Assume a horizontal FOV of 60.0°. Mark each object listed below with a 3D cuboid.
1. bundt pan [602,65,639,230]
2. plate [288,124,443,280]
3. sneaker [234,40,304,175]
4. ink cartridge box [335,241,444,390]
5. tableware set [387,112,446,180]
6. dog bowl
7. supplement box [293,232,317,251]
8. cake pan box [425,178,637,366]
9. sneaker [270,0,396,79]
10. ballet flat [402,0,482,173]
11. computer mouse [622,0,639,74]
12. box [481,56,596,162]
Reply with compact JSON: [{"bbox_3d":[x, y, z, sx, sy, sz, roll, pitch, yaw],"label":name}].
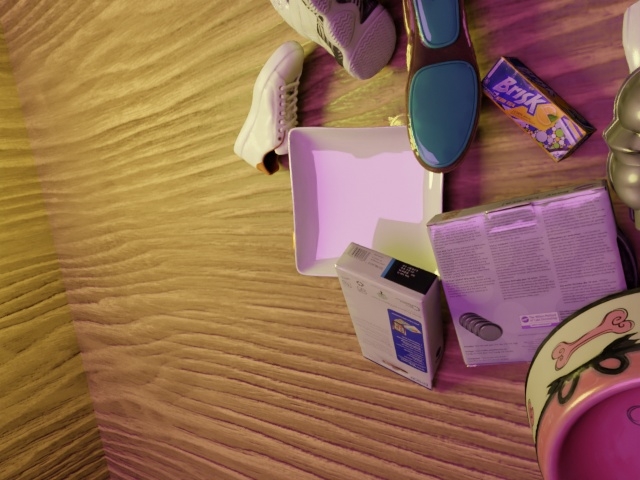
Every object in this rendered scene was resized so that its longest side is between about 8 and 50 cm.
[{"bbox_3d":[0.493,-0.102,0.622,0.331,0.124,0.330,14,116,29],"label":"bundt pan"},{"bbox_3d":[0.084,-0.067,0.995,0.277,0.045,0.278,2,105,18],"label":"plate"},{"bbox_3d":[-0.074,-0.255,1.119,0.123,0.106,0.290,41,135,13],"label":"sneaker"},{"bbox_3d":[0.135,0.146,1.002,0.165,0.065,0.332,21,149,27],"label":"ink cartridge box"},{"bbox_3d":[0.145,-0.142,1.009,0.141,0.020,0.168,-26,86,42],"label":"tableware set"},{"bbox_3d":[0.467,0.267,0.699,0.408,0.150,0.408,11,117,22],"label":"dog bowl"},{"bbox_3d":[0.000,0.000,1.122,0.062,0.098,0.036,6,99,41],"label":"supplement box"},{"bbox_3d":[0.314,0.056,0.814,0.267,0.070,0.245,-13,104,31],"label":"cake pan box"},{"bbox_3d":[-0.014,-0.426,0.879,0.137,0.366,0.210,-44,57,-2],"label":"sneaker"},{"bbox_3d":[0.182,-0.273,0.864,0.116,0.124,0.342,-7,91,11],"label":"ballet flat"},{"bbox_3d":[0.426,-0.275,0.709,0.106,0.042,0.193,-7,99,41],"label":"computer mouse"},{"bbox_3d":[0.317,-0.197,0.819,0.169,0.054,0.059,50,130,17],"label":"box"}]
